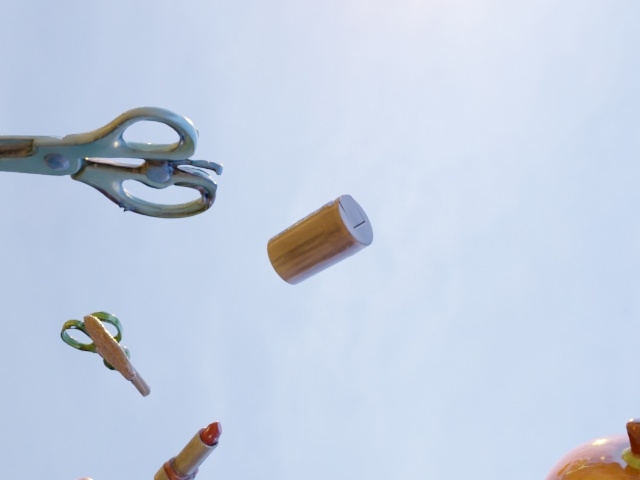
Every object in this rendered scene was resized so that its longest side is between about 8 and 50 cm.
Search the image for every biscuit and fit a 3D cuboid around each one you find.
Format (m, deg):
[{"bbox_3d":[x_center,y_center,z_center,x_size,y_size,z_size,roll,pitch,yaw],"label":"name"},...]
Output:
[{"bbox_3d":[-0.311,0.157,1.270,0.120,0.015,0.120,40,-27,25],"label":"biscuit"}]

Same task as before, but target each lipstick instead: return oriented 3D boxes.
[{"bbox_3d":[-0.219,0.373,1.503,0.057,0.063,0.186,52,-57,20],"label":"lipstick"}]

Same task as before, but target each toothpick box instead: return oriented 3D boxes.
[{"bbox_3d":[0.000,0.000,1.634,0.181,0.111,0.111,-30,-116,27],"label":"toothpick box"}]

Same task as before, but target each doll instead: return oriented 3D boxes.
[{"bbox_3d":[0.342,0.281,0.923,0.213,0.213,0.236,36,-47,54],"label":"doll"}]

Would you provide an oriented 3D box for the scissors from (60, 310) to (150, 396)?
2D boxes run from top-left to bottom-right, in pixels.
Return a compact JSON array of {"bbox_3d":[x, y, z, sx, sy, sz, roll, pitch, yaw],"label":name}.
[{"bbox_3d":[-0.336,0.192,1.422,0.027,0.101,0.204,-86,153,-46],"label":"scissors"}]

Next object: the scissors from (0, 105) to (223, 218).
[{"bbox_3d":[-0.316,-0.100,1.071,0.180,0.393,0.032,92,2,-47],"label":"scissors"}]

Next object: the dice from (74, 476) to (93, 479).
[{"bbox_3d":[-0.434,0.486,1.539,0.091,0.093,0.094,-22,-80,46],"label":"dice"}]
